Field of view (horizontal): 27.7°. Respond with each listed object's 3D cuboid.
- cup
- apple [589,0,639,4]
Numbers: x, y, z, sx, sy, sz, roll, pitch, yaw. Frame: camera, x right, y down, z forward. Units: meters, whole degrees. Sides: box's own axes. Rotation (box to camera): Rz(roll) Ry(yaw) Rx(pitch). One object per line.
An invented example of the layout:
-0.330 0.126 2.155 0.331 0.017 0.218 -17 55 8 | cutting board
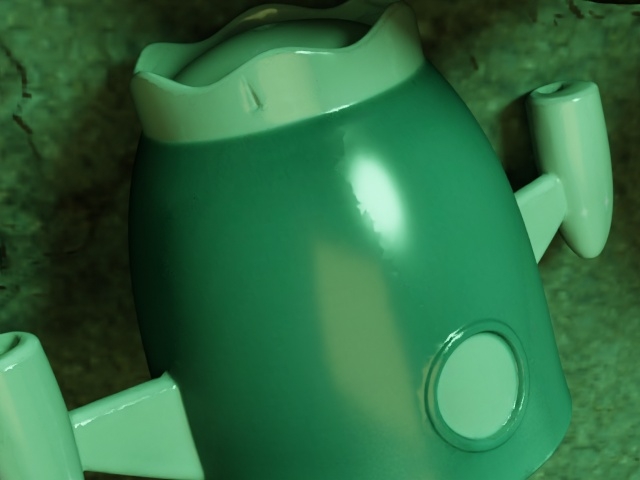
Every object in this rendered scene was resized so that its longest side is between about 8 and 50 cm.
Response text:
0.000 0.000 0.499 0.299 0.167 0.173 -26 111 -29 | cup
0.101 -0.193 0.368 0.257 0.257 0.234 36 106 -25 | apple
